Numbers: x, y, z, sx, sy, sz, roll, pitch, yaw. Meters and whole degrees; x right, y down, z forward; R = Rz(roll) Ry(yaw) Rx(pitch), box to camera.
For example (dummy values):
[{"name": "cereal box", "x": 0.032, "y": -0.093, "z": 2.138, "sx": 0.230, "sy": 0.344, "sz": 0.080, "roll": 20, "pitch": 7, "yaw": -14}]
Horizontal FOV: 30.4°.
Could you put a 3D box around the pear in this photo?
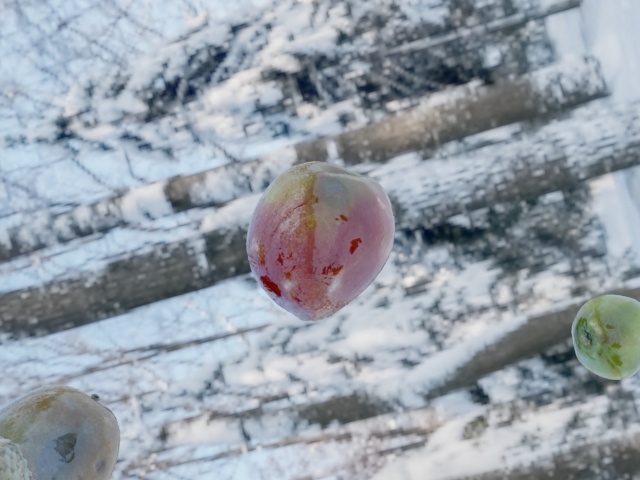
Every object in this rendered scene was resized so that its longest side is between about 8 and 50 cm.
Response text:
[{"name": "pear", "x": 0.307, "y": 0.100, "z": 1.251, "sx": 0.097, "sy": 0.092, "sz": 0.092, "roll": 34, "pitch": -140, "yaw": -55}]

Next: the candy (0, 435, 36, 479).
[{"name": "candy", "x": -0.346, "y": 0.258, "z": 1.225, "sx": 0.085, "sy": 0.095, "sz": 0.110, "roll": -83, "pitch": -19, "yaw": -69}]

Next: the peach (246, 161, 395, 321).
[{"name": "peach", "x": 0.000, "y": 0.000, "z": 1.486, "sx": 0.190, "sy": 0.190, "sz": 0.192, "roll": -43, "pitch": -25, "yaw": -78}]

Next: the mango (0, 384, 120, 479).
[{"name": "mango", "x": -0.470, "y": 0.381, "z": 1.810, "sx": 0.221, "sy": 0.384, "sz": 0.199, "roll": 43, "pitch": 150, "yaw": -2}]
